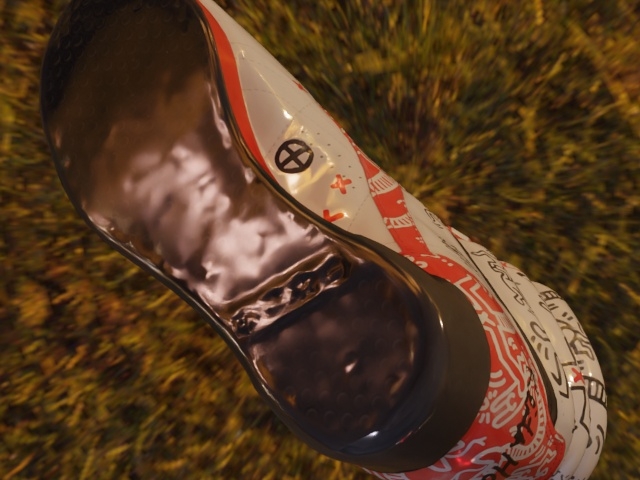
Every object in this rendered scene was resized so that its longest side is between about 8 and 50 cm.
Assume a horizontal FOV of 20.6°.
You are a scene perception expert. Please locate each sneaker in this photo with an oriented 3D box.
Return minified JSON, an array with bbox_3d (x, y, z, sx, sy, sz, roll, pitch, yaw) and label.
[{"bbox_3d":[0.000,0.001,0.672,0.090,0.145,0.270,-50,49,10],"label":"sneaker"}]
